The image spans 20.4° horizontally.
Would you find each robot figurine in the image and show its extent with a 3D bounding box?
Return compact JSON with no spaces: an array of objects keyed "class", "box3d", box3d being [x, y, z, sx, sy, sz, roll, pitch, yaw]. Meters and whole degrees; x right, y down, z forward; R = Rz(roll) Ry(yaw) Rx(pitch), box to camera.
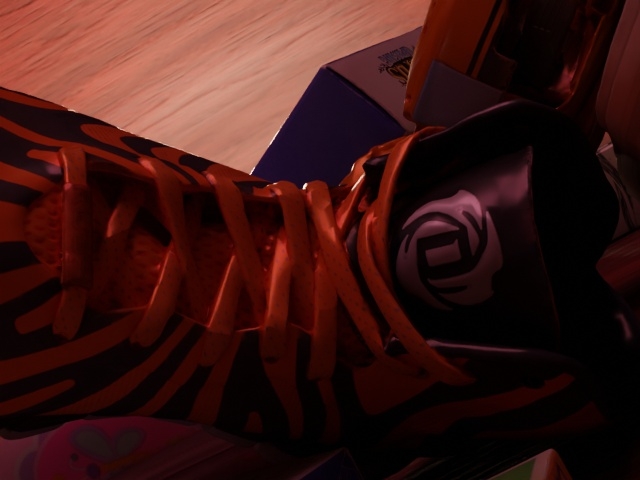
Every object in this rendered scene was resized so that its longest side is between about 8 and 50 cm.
[{"class":"robot figurine","box3d":[0.100,-0.116,0.754,0.211,0.085,0.291,43,-111,-76]}]

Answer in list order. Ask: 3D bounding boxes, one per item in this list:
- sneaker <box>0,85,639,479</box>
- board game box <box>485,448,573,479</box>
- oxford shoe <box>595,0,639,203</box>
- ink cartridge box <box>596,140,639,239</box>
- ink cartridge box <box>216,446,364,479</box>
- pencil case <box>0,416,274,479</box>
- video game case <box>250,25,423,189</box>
[{"class":"sneaker","box3d":[-0.023,-0.001,0.544,0.321,0.124,0.180,12,-20,-39]},{"class":"board game box","box3d":[-0.035,0.124,0.421,0.259,0.039,0.124,-26,5,14]},{"class":"oxford shoe","box3d":[0.211,-0.078,0.789,0.449,0.130,0.169,-10,-63,-76]},{"class":"ink cartridge box","box3d":[0.163,-0.027,1.000,0.083,0.048,0.028,-30,2,10]},{"class":"ink cartridge box","box3d":[-0.067,0.124,0.602,0.097,0.046,0.207,-30,2,-33]},{"class":"pencil case","box3d":[-0.096,0.092,0.795,0.284,0.124,0.124,-29,3,1]},{"class":"video game case","box3d":[0.000,0.000,1.033,0.269,0.061,0.244,-55,-11,25]}]
